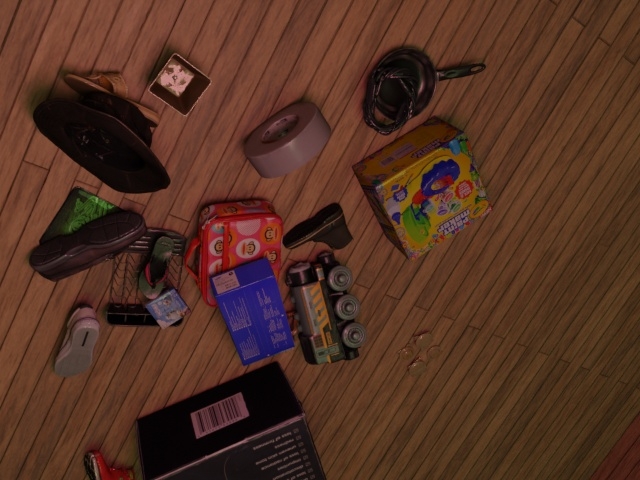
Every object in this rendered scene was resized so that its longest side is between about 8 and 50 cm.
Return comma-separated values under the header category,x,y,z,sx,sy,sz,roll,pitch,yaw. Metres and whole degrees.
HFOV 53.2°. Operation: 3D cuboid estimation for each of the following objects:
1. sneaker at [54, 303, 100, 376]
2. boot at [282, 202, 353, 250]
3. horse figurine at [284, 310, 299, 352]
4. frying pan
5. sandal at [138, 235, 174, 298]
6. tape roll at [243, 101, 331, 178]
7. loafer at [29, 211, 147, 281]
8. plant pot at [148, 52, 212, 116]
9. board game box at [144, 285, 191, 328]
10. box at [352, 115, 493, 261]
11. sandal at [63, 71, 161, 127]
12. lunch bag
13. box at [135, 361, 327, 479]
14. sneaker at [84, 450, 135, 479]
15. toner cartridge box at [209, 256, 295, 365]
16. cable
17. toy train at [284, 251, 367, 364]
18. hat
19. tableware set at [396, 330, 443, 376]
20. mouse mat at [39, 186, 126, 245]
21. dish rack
category,x,y,z,sx,sy,sz,roll,pitch,yaw
sneaker,-0.654,0.274,1.735,0.094,0.091,0.258,15,129,-31
boot,0.000,0.000,1.859,0.198,0.077,0.137,-31,126,-3
horse figurine,-0.025,0.272,1.976,0.264,0.066,0.174,14,96,-20
frying pan,0.277,-0.463,1.747,0.326,0.053,0.197,-36,121,-1
sandal,-0.428,0.074,1.668,0.067,0.040,0.179,14,106,-26
tape roll,-0.085,-0.255,1.614,0.219,0.219,0.072,-36,121,-1
loafer,-0.580,0.018,1.633,0.303,0.109,0.095,-21,139,-3
plant pot,-0.341,-0.381,1.527,0.109,0.096,0.109,34,100,-31
board game box,-0.413,0.182,1.732,0.090,0.020,0.090,-32,120,-5
box,0.294,-0.149,1.836,0.290,0.177,0.279,-32,122,-4
sandal,-0.482,-0.357,1.514,0.240,0.088,0.079,26,72,-36
lunch bag,-0.240,0.037,1.741,0.258,0.120,0.293,-6,123,-21
box,-0.250,0.710,1.973,0.480,0.297,0.471,-21,119,-11
sneaker,-0.637,0.733,1.971,0.118,0.107,0.278,-31,126,-26
toner cartridge box,-0.182,0.205,1.767,0.165,0.075,0.347,-18,139,-8
cable,0.189,-0.374,1.720,0.151,0.047,0.184,-5,115,-20
toy train,0.013,0.208,1.883,0.190,0.142,0.333,-16,97,-15
hat,-0.482,-0.251,1.493,0.331,0.331,0.133,39,57,-31
tableware set,0.346,0.392,2.208,0.141,0.020,0.168,-36,123,1
mouse mat,-0.610,-0.031,1.648,0.153,0.007,0.189,31,100,-30
dish rack,-0.464,0.100,1.727,0.209,0.074,0.271,4,112,-24
